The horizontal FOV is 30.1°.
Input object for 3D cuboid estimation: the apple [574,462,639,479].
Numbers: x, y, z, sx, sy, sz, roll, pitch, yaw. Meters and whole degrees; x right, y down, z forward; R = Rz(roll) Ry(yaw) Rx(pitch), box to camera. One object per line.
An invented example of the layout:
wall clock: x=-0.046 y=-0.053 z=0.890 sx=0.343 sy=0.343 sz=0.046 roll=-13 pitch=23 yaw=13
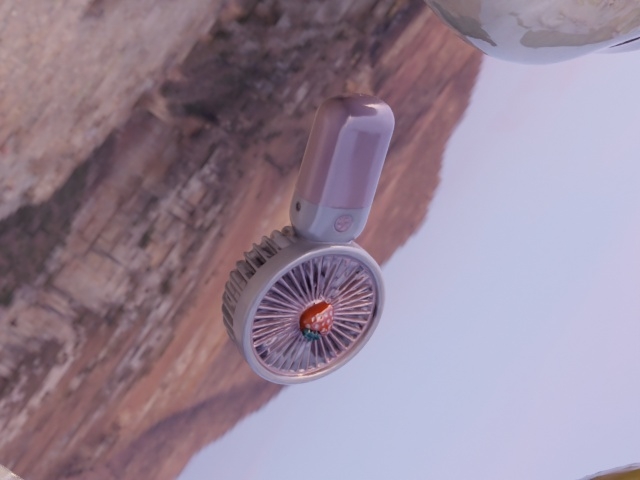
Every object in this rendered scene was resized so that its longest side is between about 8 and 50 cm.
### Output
apple: x=0.287 y=0.414 z=0.981 sx=0.473 sy=0.474 sz=0.473 roll=-54 pitch=-174 yaw=8

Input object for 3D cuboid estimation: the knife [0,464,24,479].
knife: x=-0.264 y=0.096 z=0.653 sx=0.047 sy=0.298 sz=0.017 roll=-61 pitch=-172 yaw=-11

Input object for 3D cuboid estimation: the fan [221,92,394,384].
fan: x=0.000 y=0.000 z=0.935 sx=0.074 sy=0.130 sz=0.244 roll=46 pitch=-52 yaw=48

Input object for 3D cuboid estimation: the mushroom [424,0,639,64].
mushroom: x=0.174 y=-0.233 z=0.737 sx=0.234 sy=0.254 sz=0.260 roll=-30 pitch=-149 yaw=49
